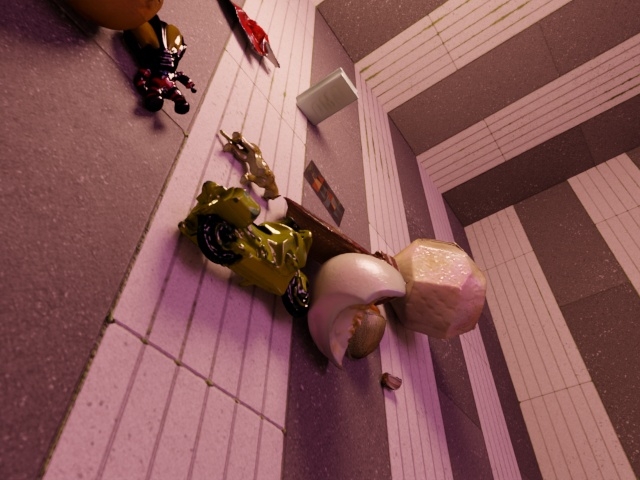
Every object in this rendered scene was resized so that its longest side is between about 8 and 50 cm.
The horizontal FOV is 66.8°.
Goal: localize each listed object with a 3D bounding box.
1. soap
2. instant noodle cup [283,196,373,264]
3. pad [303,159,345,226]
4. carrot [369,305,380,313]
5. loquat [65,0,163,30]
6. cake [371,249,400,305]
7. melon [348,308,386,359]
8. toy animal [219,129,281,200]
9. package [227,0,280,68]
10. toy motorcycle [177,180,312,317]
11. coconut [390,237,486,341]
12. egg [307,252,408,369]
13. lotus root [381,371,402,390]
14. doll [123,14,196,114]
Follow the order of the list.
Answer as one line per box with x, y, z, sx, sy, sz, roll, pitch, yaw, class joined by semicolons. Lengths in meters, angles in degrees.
0.024;-0.514;1.745;0.119;0.197;0.067;45;30;-35;soap
0.000;0.000;1.220;0.273;0.091;0.274;35;3;-2;instant noodle cup
0.016;-0.157;1.593;0.211;0.003;0.143;54;25;-18;pad
0.095;0.186;1.316;0.225;0.067;0.067;26;43;-57;carrot
-0.382;-0.497;0.886;0.208;0.208;0.208;46;29;-34;loquat
0.176;0.121;1.479;0.147;0.134;0.135;35;34;-63;cake
0.123;0.250;1.255;0.160;0.079;0.128;48;50;-59;melon
-0.168;-0.191;1.190;0.181;0.073;0.136;56;13;16;toy animal
-0.222;-0.693;1.598;0.270;0.071;0.194;63;9;10;package
-0.118;0.008;0.975;0.342;0.142;0.206;41;30;-44;toy motorcycle
0.366;0.159;1.631;0.352;0.352;0.353;46;29;-34;coconut
0.050;0.127;1.096;0.161;0.271;0.206;33;28;-14;egg
0.193;0.391;1.344;0.083;0.030;0.038;37;65;-40;lotus root
-0.332;-0.380;1.013;0.127;0.088;0.249;22;49;-56;doll
